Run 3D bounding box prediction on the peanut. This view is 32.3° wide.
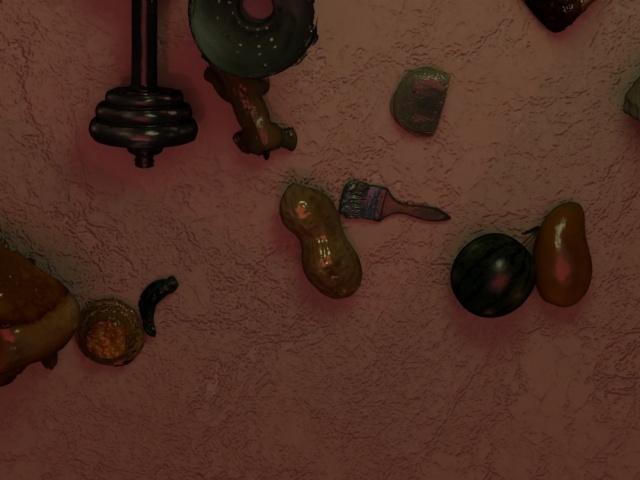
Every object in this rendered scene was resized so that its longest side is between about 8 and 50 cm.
[{"bbox_3d":[0.000,0.000,1.886,0.098,0.103,0.229,-28,107,-7],"label":"peanut"}]

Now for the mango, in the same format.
[{"bbox_3d":[0.420,0.026,1.918,0.102,0.085,0.184,0,100,-2],"label":"mango"}]

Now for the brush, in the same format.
[{"bbox_3d":[0.131,-0.056,1.917,0.196,0.021,0.070,11,107,-5],"label":"brush"}]

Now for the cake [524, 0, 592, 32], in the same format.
[{"bbox_3d":[0.349,-0.451,1.802,0.112,0.135,0.246,-45,73,-2],"label":"cake"}]

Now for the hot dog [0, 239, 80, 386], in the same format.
[{"bbox_3d":[-0.600,0.098,1.823,0.405,0.185,0.223,34,127,12],"label":"hot dog"}]

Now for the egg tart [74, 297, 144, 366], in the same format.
[{"bbox_3d":[-0.372,0.164,1.948,0.130,0.052,0.130,0,104,1],"label":"egg tart"}]

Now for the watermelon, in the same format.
[{"bbox_3d":[0.308,0.044,1.890,0.141,0.140,0.187,36,103,-11],"label":"watermelon"}]

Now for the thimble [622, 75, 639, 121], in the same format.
[{"bbox_3d":[0.607,-0.212,1.785,0.219,0.219,0.150,35,105,-11],"label":"thimble"}]

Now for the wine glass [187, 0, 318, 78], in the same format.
[{"bbox_3d":[-0.098,-0.345,1.656,0.191,0.357,0.190,-1,104,-3],"label":"wine glass"}]

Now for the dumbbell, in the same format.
[{"bbox_3d":[-0.278,-0.315,1.750,0.179,0.179,0.406,2,105,-2],"label":"dumbbell"}]

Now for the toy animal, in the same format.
[{"bbox_3d":[-0.122,-0.224,1.820,0.103,0.101,0.218,-23,105,6],"label":"toy animal"}]

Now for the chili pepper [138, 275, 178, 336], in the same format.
[{"bbox_3d":[-0.294,0.111,1.944,0.055,0.035,0.118,28,100,8],"label":"chili pepper"}]

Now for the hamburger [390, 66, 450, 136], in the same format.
[{"bbox_3d":[0.162,-0.233,1.853,0.084,0.054,0.121,8,113,-6],"label":"hamburger"}]

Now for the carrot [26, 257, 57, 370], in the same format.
[{"bbox_3d":[-0.500,0.134,1.936,0.061,0.061,0.209,-12,109,2],"label":"carrot"}]
